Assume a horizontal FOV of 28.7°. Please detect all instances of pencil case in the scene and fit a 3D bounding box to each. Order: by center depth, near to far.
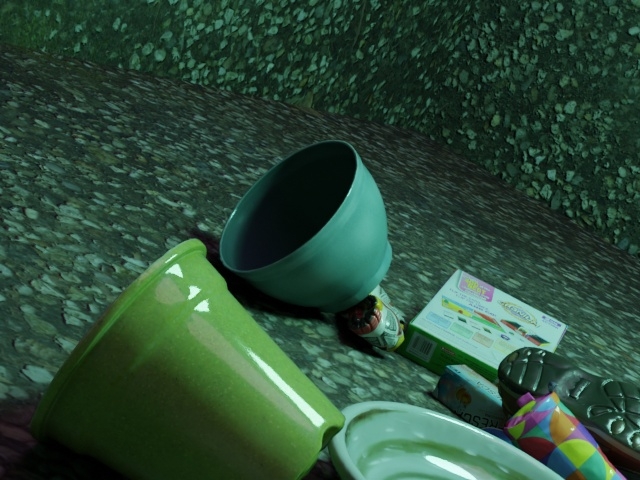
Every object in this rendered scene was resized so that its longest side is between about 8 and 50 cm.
[{"bbox_3d":[0.360,0.316,1.755,0.236,0.104,0.104,51,19,5],"label":"pencil case"}]

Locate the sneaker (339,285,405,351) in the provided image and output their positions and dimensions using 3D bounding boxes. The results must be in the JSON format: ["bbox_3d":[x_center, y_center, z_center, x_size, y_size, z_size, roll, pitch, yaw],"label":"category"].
[{"bbox_3d":[0.093,0.135,2.169,0.093,0.088,0.225,43,11,-13],"label":"sneaker"}]

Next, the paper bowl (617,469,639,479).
[{"bbox_3d":[0.565,0.378,1.913,0.284,0.148,0.284,23,13,-6],"label":"paper bowl"}]

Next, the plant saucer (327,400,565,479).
[{"bbox_3d":[0.177,0.340,1.517,0.401,0.100,0.400,23,15,-7],"label":"plant saucer"}]

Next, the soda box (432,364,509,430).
[{"bbox_3d":[0.269,0.269,1.991,0.183,0.058,0.063,34,18,34],"label":"soda box"}]

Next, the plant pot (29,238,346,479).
[{"bbox_3d":[-0.122,0.183,1.344,0.254,0.276,0.276,38,17,8],"label":"plant pot"}]

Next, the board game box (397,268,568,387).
[{"bbox_3d":[0.299,0.176,2.254,0.242,0.064,0.316,28,24,12],"label":"board game box"}]

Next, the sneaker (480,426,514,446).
[{"bbox_3d":[0.264,0.319,1.809,0.085,0.058,0.152,21,19,-48],"label":"sneaker"}]

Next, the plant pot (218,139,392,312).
[{"bbox_3d":[0.000,0.000,2.145,0.196,0.293,0.293,47,2,-30],"label":"plant pot"}]

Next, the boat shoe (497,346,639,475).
[{"bbox_3d":[0.406,0.273,1.846,0.324,0.119,0.123,28,44,30],"label":"boat shoe"}]
